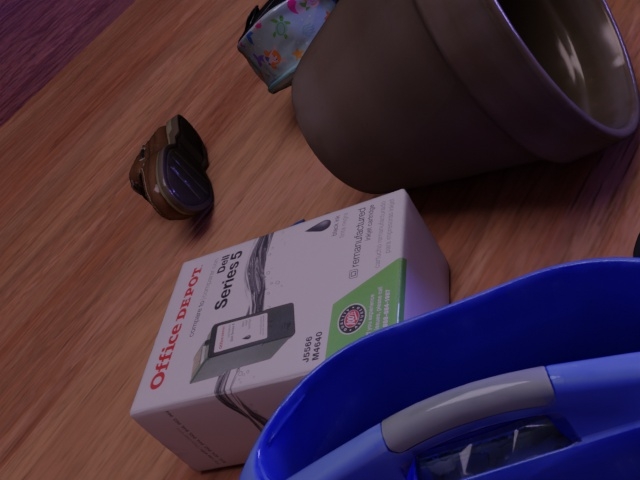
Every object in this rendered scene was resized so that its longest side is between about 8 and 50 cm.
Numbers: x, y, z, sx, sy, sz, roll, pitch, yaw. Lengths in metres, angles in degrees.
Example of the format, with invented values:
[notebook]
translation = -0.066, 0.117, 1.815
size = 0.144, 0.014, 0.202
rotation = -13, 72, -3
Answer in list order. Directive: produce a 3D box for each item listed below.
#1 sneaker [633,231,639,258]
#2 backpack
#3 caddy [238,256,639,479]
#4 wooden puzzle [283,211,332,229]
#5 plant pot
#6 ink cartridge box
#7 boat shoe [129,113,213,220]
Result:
[sneaker]
translation = 0.356, -0.034, 0.480
size = 0.295, 0.104, 0.147
rotation = -38, 39, 6
[backpack]
translation = 0.004, -0.323, 1.035
size = 0.253, 0.191, 0.225
rotation = -35, 12, -9
[caddy]
translation = 0.110, 0.142, 0.394
size = 0.341, 0.179, 0.241
rotation = -24, 33, 15
[wooden puzzle]
translation = 0.000, 0.000, 0.833
size = 0.078, 0.014, 0.116
rotation = -32, 34, -2
[plant pot]
translation = 0.127, -0.193, 0.731
size = 0.280, 0.323, 0.323
rotation = -27, 32, 41
[ink cartridge box]
translation = -0.023, 0.090, 0.654
size = 0.273, 0.115, 0.198
rotation = -18, 38, 25
[boat shoe]
translation = -0.245, -0.099, 1.092
size = 0.104, 0.111, 0.307
rotation = -34, 24, 10
